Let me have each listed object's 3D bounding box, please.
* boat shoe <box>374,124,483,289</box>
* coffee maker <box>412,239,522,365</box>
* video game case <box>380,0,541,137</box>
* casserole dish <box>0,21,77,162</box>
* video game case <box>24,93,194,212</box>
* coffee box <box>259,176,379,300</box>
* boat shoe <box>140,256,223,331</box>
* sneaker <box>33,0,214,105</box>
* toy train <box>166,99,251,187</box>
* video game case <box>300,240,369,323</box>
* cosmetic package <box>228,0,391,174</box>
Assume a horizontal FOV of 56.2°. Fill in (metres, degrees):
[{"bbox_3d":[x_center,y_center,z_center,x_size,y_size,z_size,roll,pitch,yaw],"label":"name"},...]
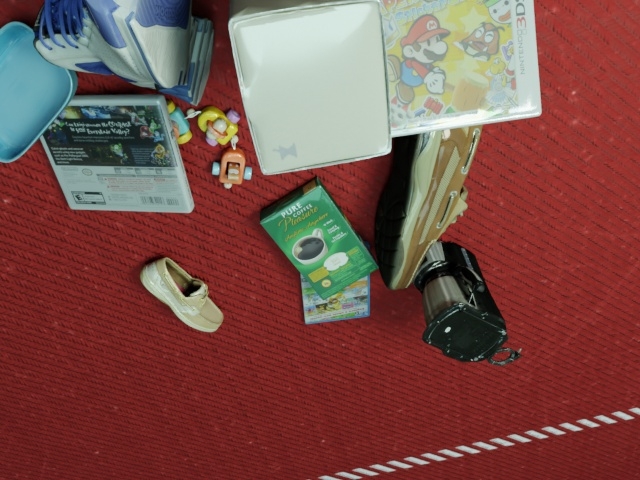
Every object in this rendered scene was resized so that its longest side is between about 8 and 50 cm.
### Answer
[{"bbox_3d":[0.162,-0.060,0.890,0.119,0.123,0.324,0,128,-13],"label":"boat shoe"},{"bbox_3d":[0.225,0.104,0.987,0.120,0.178,0.171,-29,124,17],"label":"coffee maker"},{"bbox_3d":[0.155,-0.243,0.746,0.226,0.026,0.207,-8,100,-2],"label":"video game case"},{"bbox_3d":[-0.374,-0.182,0.744,0.188,0.037,0.114,-39,98,22],"label":"casserole dish"},{"bbox_3d":[-0.279,-0.114,0.809,0.190,0.022,0.173,3,130,12],"label":"video game case"},{"bbox_3d":[0.000,0.000,0.946,0.113,0.040,0.184,-32,119,13],"label":"coffee box"},{"bbox_3d":[-0.215,0.089,0.983,0.059,0.063,0.170,-31,125,23],"label":"boat shoe"},{"bbox_3d":[-0.223,-0.224,0.621,0.182,0.315,0.128,11,89,-3],"label":"sneaker"},{"bbox_3d":[-0.170,-0.126,0.832,0.166,0.046,0.125,10,125,-16],"label":"toy train"},{"bbox_3d":[0.026,0.076,1.040,0.119,0.015,0.166,-7,128,-4],"label":"video game case"},{"bbox_3d":[-0.018,-0.213,0.628,0.129,0.296,0.153,-9,129,0],"label":"cosmetic package"}]
